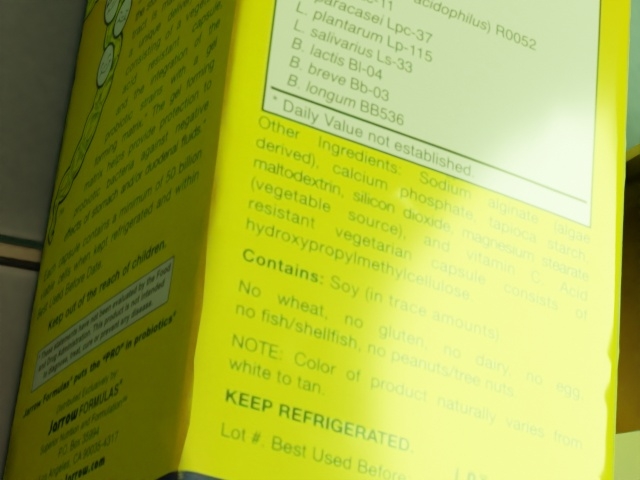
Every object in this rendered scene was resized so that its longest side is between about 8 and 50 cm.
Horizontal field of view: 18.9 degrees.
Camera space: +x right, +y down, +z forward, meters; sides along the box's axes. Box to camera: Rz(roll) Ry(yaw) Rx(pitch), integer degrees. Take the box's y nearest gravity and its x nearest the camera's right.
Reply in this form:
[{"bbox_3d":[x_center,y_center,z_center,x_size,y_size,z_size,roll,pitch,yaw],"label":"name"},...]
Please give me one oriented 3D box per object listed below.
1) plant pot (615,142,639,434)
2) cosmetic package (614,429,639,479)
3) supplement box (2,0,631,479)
[{"bbox_3d":[0.255,0.018,0.997,0.187,0.212,0.212,-28,86,-49],"label":"plant pot"},{"bbox_3d":[0.172,0.276,0.791,0.156,0.217,0.385,44,42,-46],"label":"cosmetic package"},{"bbox_3d":[0.000,0.000,0.840,0.194,0.195,0.356,19,62,-25],"label":"supplement box"}]
